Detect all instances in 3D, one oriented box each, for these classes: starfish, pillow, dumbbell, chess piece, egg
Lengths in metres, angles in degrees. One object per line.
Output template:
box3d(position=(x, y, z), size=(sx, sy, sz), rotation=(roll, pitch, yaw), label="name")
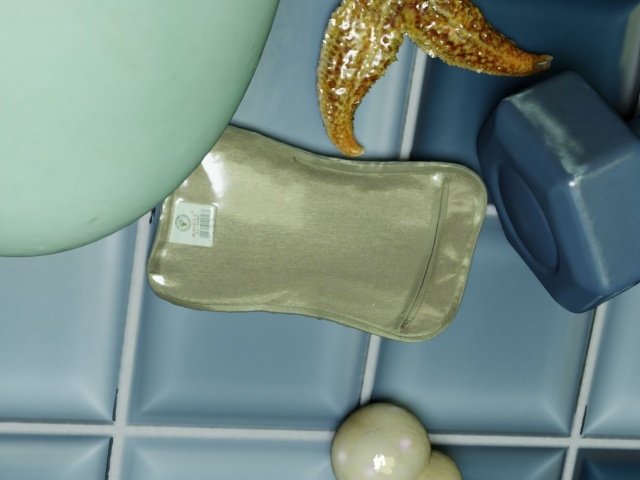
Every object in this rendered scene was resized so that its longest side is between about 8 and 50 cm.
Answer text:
box3d(position=(0.055, -0.164, 0.925), size=(0.227, 0.043, 0.240), rotation=(13, 107, -18), label="starfish")
box3d(position=(0.000, 0.000, 0.958), size=(0.217, 0.033, 0.130), rotation=(7, 109, -18), label="pillow")
box3d(position=(0.267, -0.079, 0.959), size=(0.316, 0.156, 0.143), rotation=(-25, 141, -9), label="dumbbell")
box3d(position=(0.070, 0.183, 1.013), size=(0.094, 0.094, 0.170), rotation=(-37, 104, -4), label="chess piece")
box3d(position=(-0.149, -0.176, 0.727), size=(0.276, 0.276, 0.389), rotation=(-5, 118, -16), label="egg")
